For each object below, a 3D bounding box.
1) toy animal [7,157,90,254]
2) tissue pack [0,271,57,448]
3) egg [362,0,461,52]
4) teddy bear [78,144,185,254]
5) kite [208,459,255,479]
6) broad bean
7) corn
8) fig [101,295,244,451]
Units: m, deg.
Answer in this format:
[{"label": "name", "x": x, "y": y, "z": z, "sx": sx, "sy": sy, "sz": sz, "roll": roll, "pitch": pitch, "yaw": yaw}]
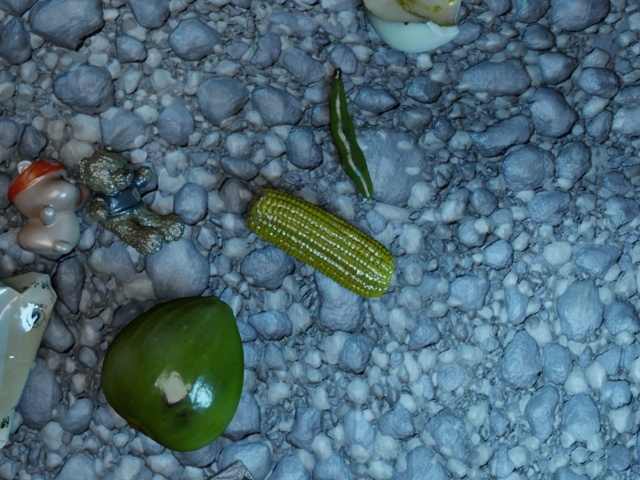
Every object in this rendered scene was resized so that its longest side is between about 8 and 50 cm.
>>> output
[{"label": "toy animal", "x": -0.557, "y": -0.070, "z": 1.730, "sx": 0.171, "sy": 0.171, "sz": 0.198, "roll": -3, "pitch": 93, "yaw": -6}, {"label": "tissue pack", "x": -0.772, "y": 0.214, "z": 1.724, "sx": 0.375, "sy": 0.195, "sz": 0.390, "roll": 17, "pitch": 93, "yaw": -20}, {"label": "egg", "x": 0.204, "y": -0.492, "z": 1.771, "sx": 0.206, "sy": 0.162, "sz": 0.271, "roll": 2, "pitch": 59, "yaw": 24}, {"label": "teddy bear", "x": -0.411, "y": -0.072, "z": 1.760, "sx": 0.129, "sy": 0.182, "sz": 0.251, "roll": -25, "pitch": 105, "yaw": 28}, {"label": "kite", "x": -0.212, "y": 0.644, "z": 1.905, "sx": 0.335, "sy": 0.011, "sz": 0.315, "roll": 10, "pitch": 95, "yaw": -6}, {"label": "broad bean", "x": 0.055, "y": -0.225, "z": 1.836, "sx": 0.060, "sy": 0.043, "sz": 0.298, "roll": -17, "pitch": 96, "yaw": -14}, {"label": "corn", "x": 0.000, "y": 0.000, "z": 1.807, "sx": 0.344, "sy": 0.131, "sz": 0.131, "roll": 29, "pitch": 92, "yaw": -8}, {"label": "fig", "x": -0.282, "y": 0.256, "z": 1.733, "sx": 0.316, "sy": 0.316, "sz": 0.316, "roll": -1, "pitch": 95, "yaw": -6}]
